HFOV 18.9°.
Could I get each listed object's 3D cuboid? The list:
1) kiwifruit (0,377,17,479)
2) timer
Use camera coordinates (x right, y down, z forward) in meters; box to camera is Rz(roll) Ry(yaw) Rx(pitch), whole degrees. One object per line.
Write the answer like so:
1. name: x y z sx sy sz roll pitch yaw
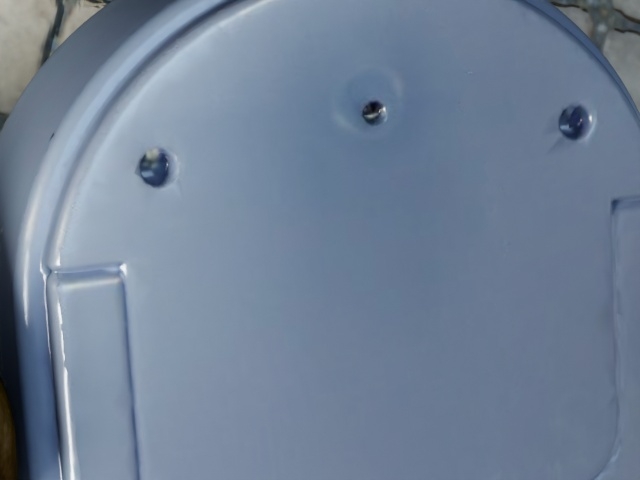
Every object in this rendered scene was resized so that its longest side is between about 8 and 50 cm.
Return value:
1. kiwifruit: -0.256 0.100 0.919 0.234 0.196 0.196 7 81 24
2. timer: 0.000 0.000 1.037 0.395 0.173 0.395 -3 99 -21
